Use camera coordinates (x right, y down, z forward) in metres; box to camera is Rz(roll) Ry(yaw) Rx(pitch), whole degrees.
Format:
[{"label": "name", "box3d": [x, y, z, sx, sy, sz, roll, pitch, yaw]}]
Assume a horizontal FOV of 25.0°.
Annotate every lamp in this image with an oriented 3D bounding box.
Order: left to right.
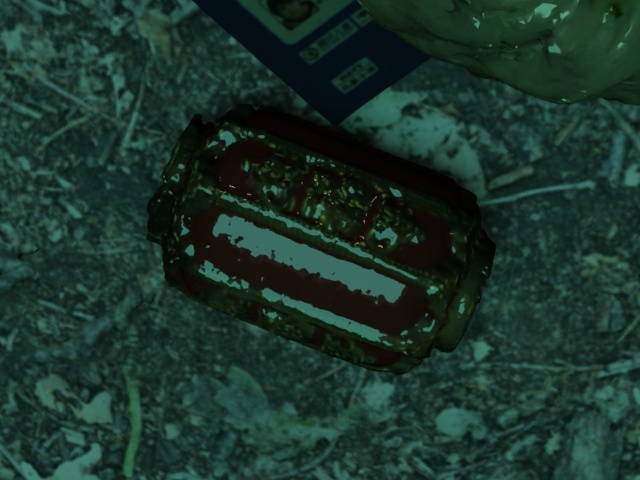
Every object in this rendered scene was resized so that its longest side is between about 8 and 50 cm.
[{"label": "lamp", "box3d": [0.000, 0.000, 1.162, 0.274, 0.177, 0.177, 21, 114, -2]}]

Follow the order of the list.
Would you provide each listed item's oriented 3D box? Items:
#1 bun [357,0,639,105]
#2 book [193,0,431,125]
[{"label": "bun", "box3d": [0.177, -0.230, 0.869, 0.362, 0.234, 0.326, 7, 120, 21]}, {"label": "book", "box3d": [-0.011, -0.285, 1.013, 0.300, 0.039, 0.428, -34, 130, 20]}]
